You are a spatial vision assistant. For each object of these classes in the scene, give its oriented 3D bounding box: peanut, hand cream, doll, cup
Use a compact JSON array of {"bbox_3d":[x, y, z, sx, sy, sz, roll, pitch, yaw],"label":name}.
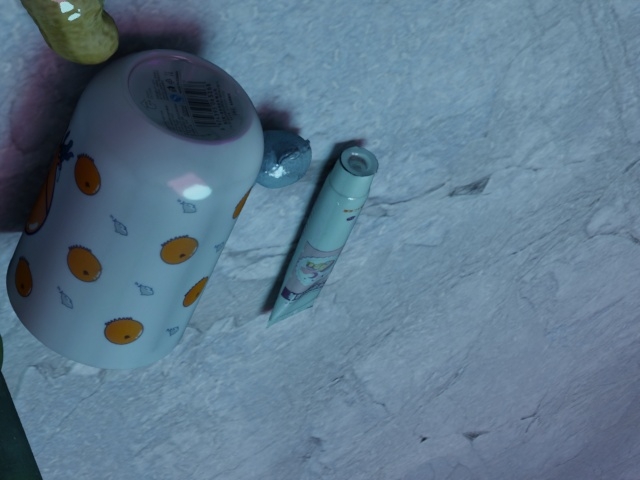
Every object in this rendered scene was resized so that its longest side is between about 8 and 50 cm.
[{"bbox_3d":[-0.242,-0.226,1.723,0.080,0.080,0.174,-30,152,-1],"label":"peanut"},{"bbox_3d":[0.000,0.000,2.274,0.085,0.058,0.331,-29,158,-36],"label":"hand cream"},{"bbox_3d":[-0.097,-0.090,2.057,0.179,0.075,0.120,-11,-171,6],"label":"doll"},{"bbox_3d":[-0.192,-0.041,1.898,0.212,0.212,0.317,-5,140,-35],"label":"cup"}]

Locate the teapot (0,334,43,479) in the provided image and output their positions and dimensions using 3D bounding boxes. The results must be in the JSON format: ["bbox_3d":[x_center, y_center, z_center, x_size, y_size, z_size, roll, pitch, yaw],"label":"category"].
[{"bbox_3d":[-0.442,0.280,2.032,0.270,0.337,0.200,-23,148,-10],"label":"teapot"}]
